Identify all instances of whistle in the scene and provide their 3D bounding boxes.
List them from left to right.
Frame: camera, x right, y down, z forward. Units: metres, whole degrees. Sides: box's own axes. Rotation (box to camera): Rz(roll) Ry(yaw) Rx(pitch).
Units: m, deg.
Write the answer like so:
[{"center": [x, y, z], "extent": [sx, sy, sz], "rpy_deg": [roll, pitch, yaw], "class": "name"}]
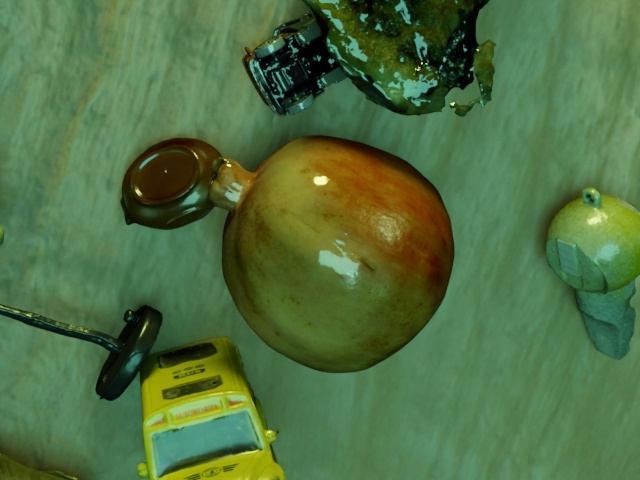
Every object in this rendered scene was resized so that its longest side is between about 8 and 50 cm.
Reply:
[{"center": [0.324, 0.033, 1.738], "extent": [0.123, 0.123, 0.223], "rpy_deg": [-18, 121, -4], "class": "whistle"}]

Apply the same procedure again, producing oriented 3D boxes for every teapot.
[{"center": [-0.158, -0.055, 1.658], "extent": [0.129, 0.078, 0.098], "rpy_deg": [-23, 66, 7], "class": "teapot"}]

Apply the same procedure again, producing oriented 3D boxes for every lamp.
[{"center": [-0.360, 0.100, 1.637], "extent": [0.371, 0.130, 0.108], "rpy_deg": [9, 88, -17], "class": "lamp"}]

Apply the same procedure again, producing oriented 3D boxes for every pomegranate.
[{"center": [0.000, 0.000, 1.604], "extent": [0.270, 0.252, 0.229], "rpy_deg": [32, 117, -18], "class": "pomegranate"}]

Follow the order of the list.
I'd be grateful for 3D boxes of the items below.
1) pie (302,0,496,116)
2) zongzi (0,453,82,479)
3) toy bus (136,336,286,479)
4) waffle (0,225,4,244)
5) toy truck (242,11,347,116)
[{"center": [0.115, -0.317, 1.575], "extent": [0.296, 0.078, 0.371], "rpy_deg": [36, 76, -14], "class": "pie"}, {"center": [-0.471, 0.339, 1.660], "extent": [0.360, 0.160, 0.323], "rpy_deg": [28, 97, -15], "class": "zongzi"}, {"center": [-0.117, 0.209, 1.595], "extent": [0.144, 0.330, 0.152], "rpy_deg": [-14, 103, -5], "class": "toy bus"}, {"center": [-0.492, -0.024, 1.559], "extent": [0.317, 0.073, 0.297], "rpy_deg": [-36, 82, -1], "class": "waffle"}, {"center": [0.011, -0.209, 1.633], "extent": [0.192, 0.092, 0.083], "rpy_deg": [-32, 107, -8], "class": "toy truck"}]
